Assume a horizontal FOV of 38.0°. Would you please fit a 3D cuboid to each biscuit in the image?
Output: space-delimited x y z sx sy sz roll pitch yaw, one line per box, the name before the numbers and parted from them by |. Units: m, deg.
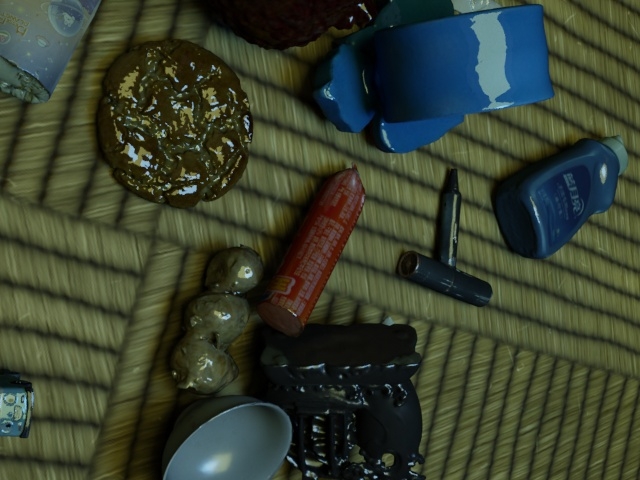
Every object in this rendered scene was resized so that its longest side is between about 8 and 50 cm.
biscuit | -0.180 -0.148 1.190 0.226 0.042 0.225 -3 96 -35

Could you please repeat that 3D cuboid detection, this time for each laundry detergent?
laundry detergent | 0.426 -0.089 1.571 0.290 0.094 0.143 -32 106 -28

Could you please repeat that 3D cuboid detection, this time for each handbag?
handbag | -0.336 -0.236 1.054 0.117 0.095 0.173 30 69 -26

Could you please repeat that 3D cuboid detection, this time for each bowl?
bowl | -0.135 0.259 1.206 0.189 0.086 0.189 -22 133 -25

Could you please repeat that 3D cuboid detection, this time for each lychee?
lychee | -0.028 -0.366 1.156 0.261 0.261 0.260 -3 95 -34

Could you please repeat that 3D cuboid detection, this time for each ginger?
ginger | -0.134 0.102 1.217 0.104 0.080 0.204 21 83 -47

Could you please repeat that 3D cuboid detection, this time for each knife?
knife | 0.209 -0.385 1.452 0.298 0.017 0.047 15 87 -38

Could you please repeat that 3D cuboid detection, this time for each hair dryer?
hair dryer | 0.217 -0.008 1.470 0.173 0.050 0.194 24 77 -36

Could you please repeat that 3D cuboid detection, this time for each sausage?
sausage | 0.000 0.000 1.284 0.074 0.074 0.274 45 57 -28

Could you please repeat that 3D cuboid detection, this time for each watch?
watch | 0.155 -0.240 1.270 0.305 0.275 0.241 -19 104 -37

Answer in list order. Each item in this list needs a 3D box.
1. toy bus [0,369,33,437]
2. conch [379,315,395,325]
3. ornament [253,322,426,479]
toy bus | -0.367 0.181 1.038 0.075 0.123 0.060 6 90 -31
conch | 0.091 0.196 1.367 0.094 0.104 0.176 -10 102 -11
ornament | 0.027 0.250 1.285 0.251 0.106 0.260 2 113 -2
